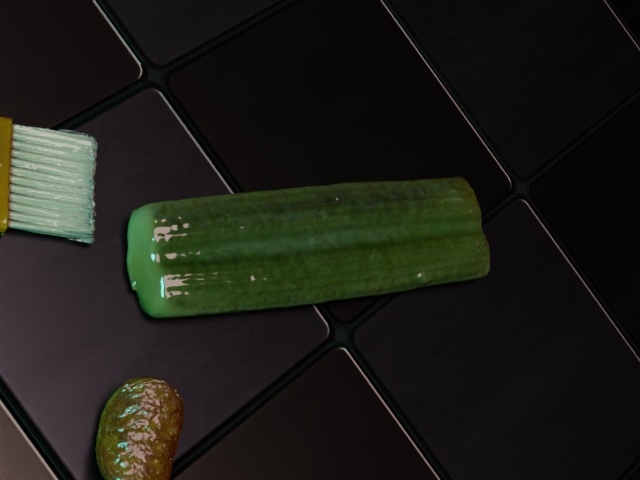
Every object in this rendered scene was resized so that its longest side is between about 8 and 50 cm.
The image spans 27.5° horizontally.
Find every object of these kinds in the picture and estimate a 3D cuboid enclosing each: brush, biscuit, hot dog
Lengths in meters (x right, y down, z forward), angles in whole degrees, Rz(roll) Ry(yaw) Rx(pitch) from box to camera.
[{"bbox_3d":[-0.303,-0.058,0.887,0.314,0.017,0.090,9,64,-27],"label":"brush"},{"bbox_3d":[0.000,0.000,1.027,0.322,0.038,0.099,-5,76,-32],"label":"biscuit"},{"bbox_3d":[-0.123,0.136,0.899,0.058,0.035,0.083,22,60,-22],"label":"hot dog"}]
